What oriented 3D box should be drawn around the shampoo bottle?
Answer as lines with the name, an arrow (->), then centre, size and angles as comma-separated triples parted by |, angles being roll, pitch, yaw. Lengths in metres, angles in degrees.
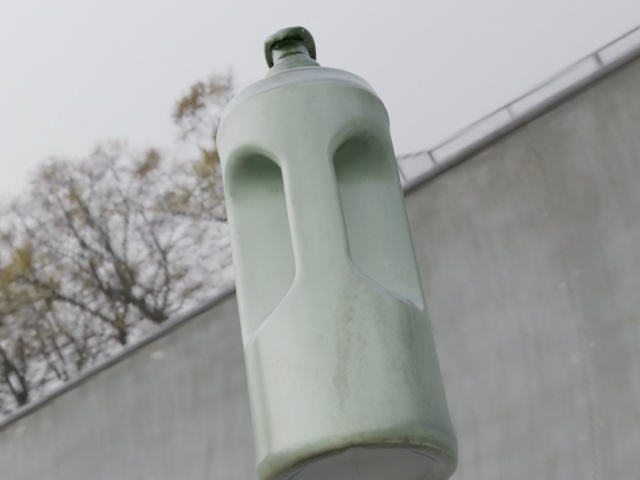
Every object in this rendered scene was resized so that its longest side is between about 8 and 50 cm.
shampoo bottle -> 0.000, 0.000, 0.517 | 0.087, 0.234, 0.118 | -10, -26, 2
